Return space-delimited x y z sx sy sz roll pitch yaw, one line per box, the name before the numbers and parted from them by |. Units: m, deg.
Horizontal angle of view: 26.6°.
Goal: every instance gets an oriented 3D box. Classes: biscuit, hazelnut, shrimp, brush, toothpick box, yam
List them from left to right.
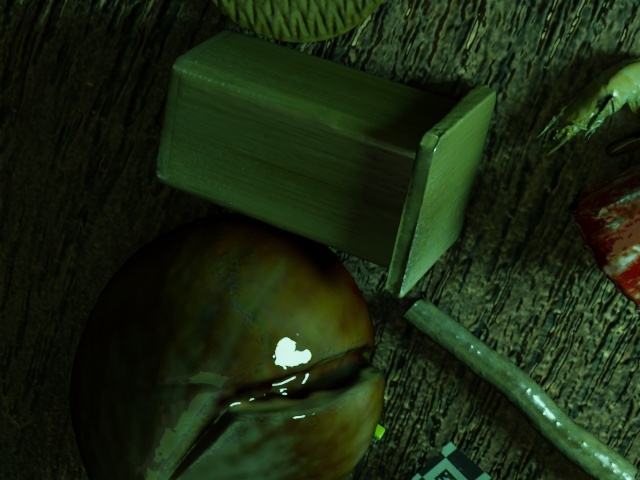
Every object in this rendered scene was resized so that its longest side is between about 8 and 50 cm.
hazelnut | -0.105 0.174 1.517 0.359 0.359 0.409 32 139 3
biscuit | -0.032 -0.334 1.406 0.261 0.037 0.262 9 118 17
toothpick box | -0.002 -0.099 1.437 0.308 0.190 0.188 20 121 16
brush | 0.042 0.216 1.666 0.083 0.019 0.021 40 132 -4
yam | 0.229 0.178 1.563 0.327 0.045 0.045 39 154 0
shrimp | 0.301 -0.124 1.392 0.095 0.045 0.162 38 120 -25

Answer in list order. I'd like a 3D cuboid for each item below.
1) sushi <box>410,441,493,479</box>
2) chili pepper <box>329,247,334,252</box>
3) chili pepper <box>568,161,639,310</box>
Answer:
sushi | 0.189 0.364 1.666 0.215 0.050 0.192 41 119 4
chili pepper | 0.001 0.000 1.570 0.030 0.034 0.091 35 132 37
chili pepper | 0.392 -0.034 1.349 0.252 0.136 0.144 -30 68 32
